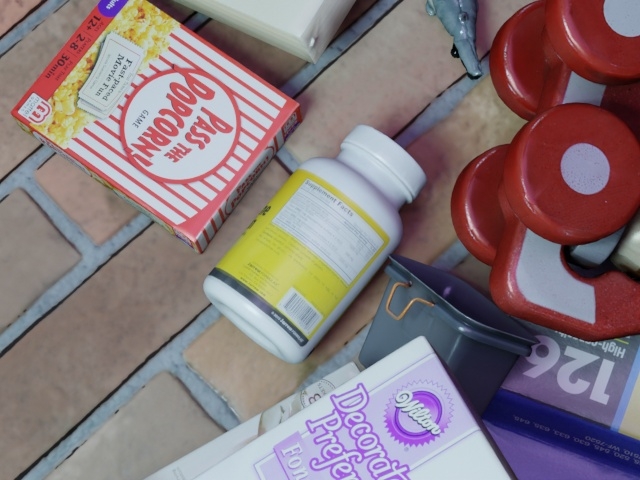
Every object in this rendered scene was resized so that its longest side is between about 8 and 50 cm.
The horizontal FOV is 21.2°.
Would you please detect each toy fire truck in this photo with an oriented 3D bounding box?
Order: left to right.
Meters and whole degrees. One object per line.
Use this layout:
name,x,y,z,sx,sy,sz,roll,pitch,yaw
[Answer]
toy fire truck,0.252,-0.066,1.285,0.254,0.169,0.302,18,77,-9

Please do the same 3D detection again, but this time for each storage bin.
storage bin,0.086,0.081,1.314,0.098,0.135,0.091,19,101,-35

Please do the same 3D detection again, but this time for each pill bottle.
pill bottle,0.000,0.000,1.359,0.103,0.103,0.184,38,79,11

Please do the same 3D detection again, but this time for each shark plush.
shark plush,0.103,-0.211,1.429,0.073,0.067,0.161,0,75,2

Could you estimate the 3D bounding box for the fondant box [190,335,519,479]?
fondant box,-0.005,0.251,1.135,0.330,0.096,0.238,-32,54,2

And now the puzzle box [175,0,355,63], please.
puzzle box,-0.014,-0.372,1.452,0.272,0.052,0.409,27,78,25

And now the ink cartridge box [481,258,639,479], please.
ink cartridge box,0.288,0.105,1.339,0.303,0.072,0.307,20,75,7

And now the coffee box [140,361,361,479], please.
coffee box,-0.045,0.218,1.306,0.246,0.098,0.141,-30,76,-5

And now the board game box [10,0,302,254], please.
board game box,-0.135,-0.103,1.422,0.193,0.045,0.147,34,79,10
